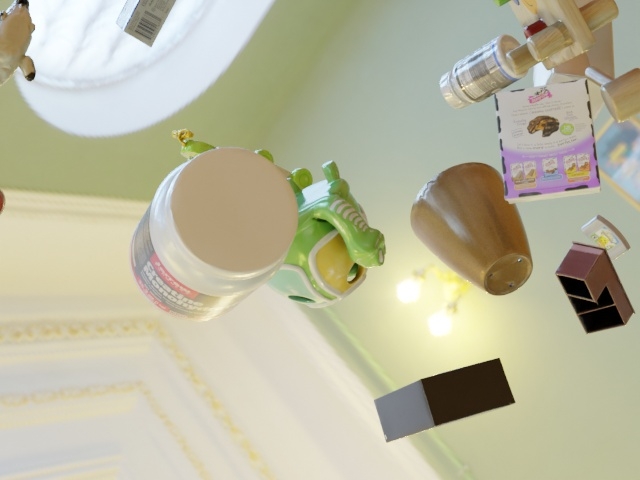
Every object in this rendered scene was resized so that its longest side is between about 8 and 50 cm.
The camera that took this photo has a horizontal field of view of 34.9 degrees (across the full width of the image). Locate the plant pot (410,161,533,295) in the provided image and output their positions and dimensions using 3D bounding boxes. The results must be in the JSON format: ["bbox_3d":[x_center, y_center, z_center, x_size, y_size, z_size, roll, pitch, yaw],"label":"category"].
[{"bbox_3d":[0.352,-0.005,2.227,0.237,0.237,0.254,21,-154,-34],"label":"plant pot"}]

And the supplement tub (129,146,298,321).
[{"bbox_3d":[-0.150,-0.004,1.393,0.191,0.272,0.191,5,-107,-18],"label":"supplement tub"}]

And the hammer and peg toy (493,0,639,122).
[{"bbox_3d":[0.316,-0.317,1.444,0.361,0.127,0.266,60,-177,-3],"label":"hammer and peg toy"}]

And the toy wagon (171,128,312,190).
[{"bbox_3d":[-0.195,-0.159,2.307,0.344,0.068,0.267,22,166,-40],"label":"toy wagon"}]

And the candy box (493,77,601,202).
[{"bbox_3d":[0.401,-0.174,1.802,0.070,0.165,0.196,19,-114,-73],"label":"candy box"}]

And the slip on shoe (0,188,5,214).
[{"bbox_3d":[-0.668,-0.048,1.766,0.101,0.123,0.331,28,-166,22],"label":"slip on shoe"}]

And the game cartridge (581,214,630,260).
[{"bbox_3d":[0.513,-0.006,1.828,0.083,0.056,0.017,46,-128,4],"label":"game cartridge"}]

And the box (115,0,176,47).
[{"bbox_3d":[-0.369,-0.490,2.161,0.072,0.126,0.137,27,-172,-24],"label":"box"}]

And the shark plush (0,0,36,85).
[{"bbox_3d":[-0.392,-0.256,1.255,0.073,0.067,0.161,14,-112,-36],"label":"shark plush"}]

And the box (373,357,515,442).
[{"bbox_3d":[0.243,0.326,2.060,0.184,0.261,0.103,-14,-102,-22],"label":"box"}]

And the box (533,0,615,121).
[{"bbox_3d":[0.494,-0.392,2.002,0.121,0.148,0.311,9,-123,-2],"label":"box"}]

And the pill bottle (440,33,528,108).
[{"bbox_3d":[0.267,-0.274,1.677,0.078,0.137,0.078,20,-122,-35],"label":"pill bottle"}]

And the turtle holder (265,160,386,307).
[{"bbox_3d":[0.002,-0.006,1.929,0.227,0.320,0.243,59,-148,-12],"label":"turtle holder"}]

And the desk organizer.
[{"bbox_3d":[0.335,0.064,1.243,0.047,0.050,0.130,15,150,45],"label":"desk organizer"}]
